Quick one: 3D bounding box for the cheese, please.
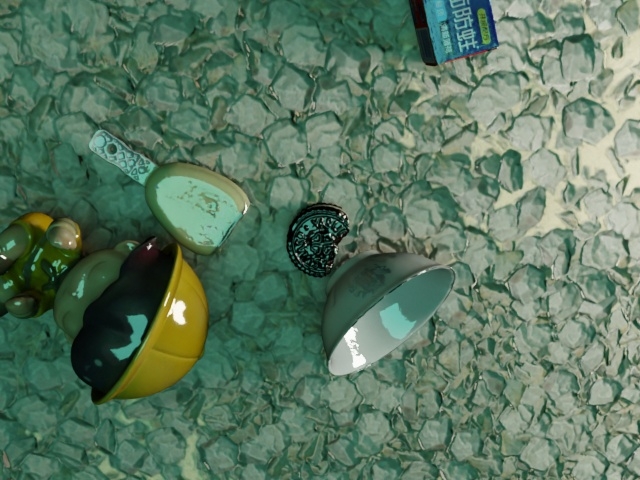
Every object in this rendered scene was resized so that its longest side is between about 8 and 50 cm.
[{"bbox_3d":[-0.180,-0.064,0.827,0.192,0.037,0.097,35,98,-14],"label":"cheese"}]

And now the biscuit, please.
[{"bbox_3d":[0.000,0.000,0.869,0.087,0.027,0.089,-27,105,2],"label":"biscuit"}]

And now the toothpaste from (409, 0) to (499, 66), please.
[{"bbox_3d":[0.118,-0.356,0.768,0.076,0.066,0.321,-17,107,-2],"label":"toothpaste"}]

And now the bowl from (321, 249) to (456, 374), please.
[{"bbox_3d":[0.062,0.067,0.848,0.189,0.189,0.086,-43,65,6],"label":"bowl"}]

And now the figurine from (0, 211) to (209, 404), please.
[{"bbox_3d":[-0.243,0.063,0.794,0.256,0.167,0.192,35,113,9],"label":"figurine"}]
